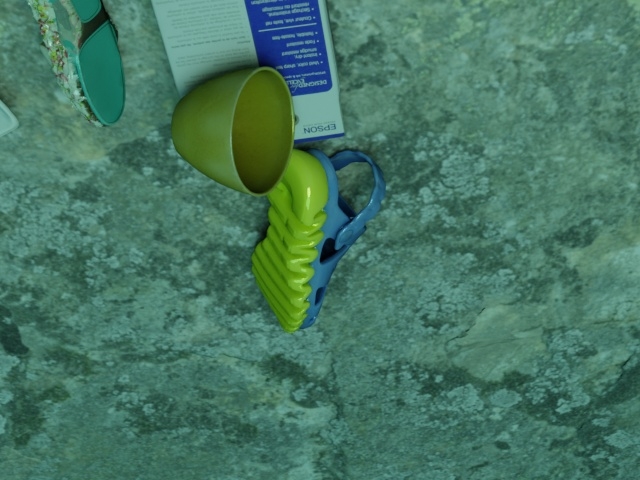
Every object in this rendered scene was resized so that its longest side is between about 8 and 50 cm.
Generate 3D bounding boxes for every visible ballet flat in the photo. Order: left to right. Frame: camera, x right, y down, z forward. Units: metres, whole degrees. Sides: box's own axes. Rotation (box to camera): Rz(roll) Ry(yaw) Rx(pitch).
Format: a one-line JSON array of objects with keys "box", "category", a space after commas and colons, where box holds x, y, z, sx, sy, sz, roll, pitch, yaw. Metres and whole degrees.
[{"box": [-0.266, -0.229, 1.186, 0.077, 0.091, 0.241, 16, 136, 25], "category": "ballet flat"}]

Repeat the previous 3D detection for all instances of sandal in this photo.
[{"box": [0.000, 0.000, 1.389, 0.138, 0.126, 0.317, -20, 151, -25], "category": "sandal"}]

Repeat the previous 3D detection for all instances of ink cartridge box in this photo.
[{"box": [-0.083, -0.253, 1.167, 0.175, 0.069, 0.371, -7, 132, 5], "category": "ink cartridge box"}]

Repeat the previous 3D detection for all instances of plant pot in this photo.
[{"box": [-0.099, -0.118, 1.186, 0.095, 0.134, 0.134, 7, 140, 26], "category": "plant pot"}]

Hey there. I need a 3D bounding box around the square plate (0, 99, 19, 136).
[{"box": [-0.566, -0.187, 1.222, 0.344, 0.049, 0.347, -21, 132, 18], "category": "square plate"}]
